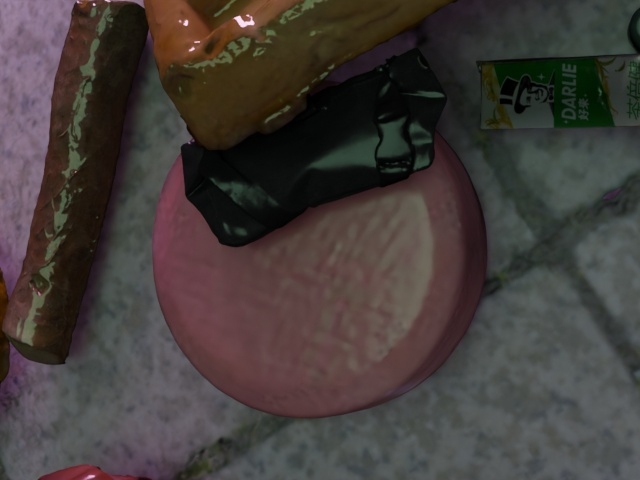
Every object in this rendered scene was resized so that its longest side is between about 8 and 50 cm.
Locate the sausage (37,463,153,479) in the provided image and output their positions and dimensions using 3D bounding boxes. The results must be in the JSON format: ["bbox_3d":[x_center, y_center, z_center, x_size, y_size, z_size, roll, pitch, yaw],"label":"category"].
[{"bbox_3d":[-0.193,0.300,0.832,0.152,0.152,0.279,22,95,21],"label":"sausage"}]

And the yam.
[{"bbox_3d":[-0.200,-0.048,0.900,0.066,0.066,0.299,12,90,21],"label":"yam"}]

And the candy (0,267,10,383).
[{"bbox_3d":[-0.384,0.076,0.937,0.260,0.118,0.259,-1,86,24],"label":"candy"}]

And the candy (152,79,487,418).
[{"bbox_3d":[0.000,0.000,0.803,0.255,0.094,0.255,-1,87,22],"label":"candy"}]

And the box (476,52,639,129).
[{"bbox_3d":[0.204,-0.100,0.734,0.207,0.041,0.049,3,98,35],"label":"box"}]

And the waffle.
[{"bbox_3d":[-0.010,-0.262,0.768,0.304,0.077,0.348,-27,56,13],"label":"waffle"}]

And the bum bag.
[{"bbox_3d":[-0.009,-0.060,0.732,0.198,0.049,0.087,-21,74,20],"label":"bum bag"}]

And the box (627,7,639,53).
[{"bbox_3d":[0.276,-0.149,0.738,0.126,0.031,0.091,-35,76,17],"label":"box"}]
